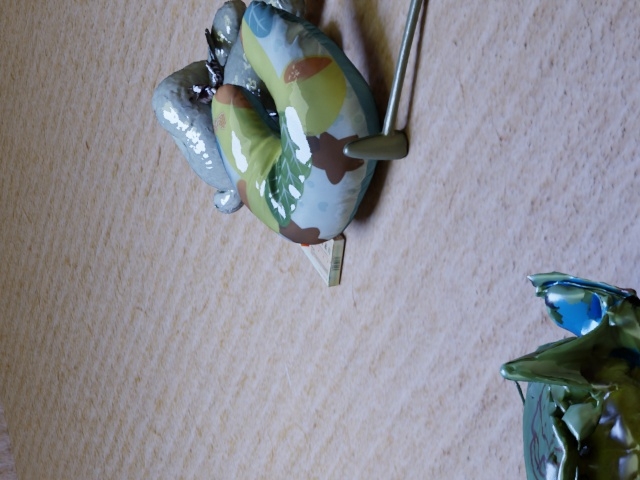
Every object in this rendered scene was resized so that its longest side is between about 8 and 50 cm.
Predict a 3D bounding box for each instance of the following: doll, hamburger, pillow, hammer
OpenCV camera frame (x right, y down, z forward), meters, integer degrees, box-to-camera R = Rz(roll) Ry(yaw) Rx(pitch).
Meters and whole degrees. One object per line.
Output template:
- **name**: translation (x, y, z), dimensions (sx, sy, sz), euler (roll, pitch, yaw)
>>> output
- **doll**: translation (-0.084, -0.164, 2.046), dimensions (0.278, 0.149, 0.175), euler (130, 151, -49)
- **hamburger**: translation (0.201, 0.171, 1.358), dimensions (0.276, 0.150, 0.260), euler (-127, 35, -52)
- **pillow**: translation (-0.028, -0.108, 1.915), dimensions (0.214, 0.086, 0.233), euler (52, 144, 21)
- **hammer**: translation (0.065, -0.162, 1.770), dimensions (0.028, 0.060, 0.195), euler (-125, 40, -53)

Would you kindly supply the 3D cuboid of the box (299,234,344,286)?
- **box**: translation (0.000, 0.000, 2.022), dimensions (0.093, 0.015, 0.058), euler (-125, 34, -51)
